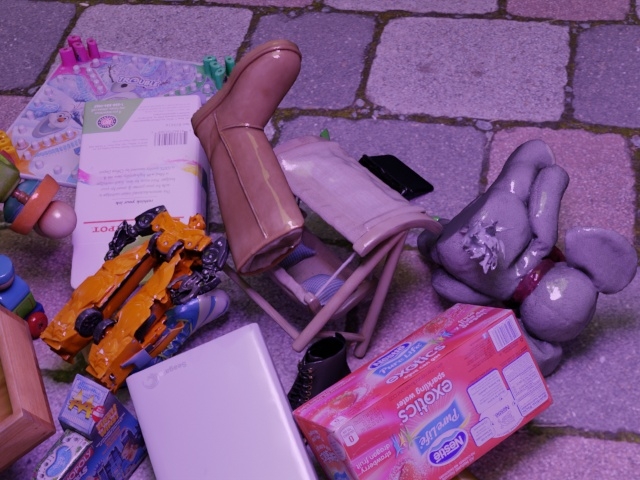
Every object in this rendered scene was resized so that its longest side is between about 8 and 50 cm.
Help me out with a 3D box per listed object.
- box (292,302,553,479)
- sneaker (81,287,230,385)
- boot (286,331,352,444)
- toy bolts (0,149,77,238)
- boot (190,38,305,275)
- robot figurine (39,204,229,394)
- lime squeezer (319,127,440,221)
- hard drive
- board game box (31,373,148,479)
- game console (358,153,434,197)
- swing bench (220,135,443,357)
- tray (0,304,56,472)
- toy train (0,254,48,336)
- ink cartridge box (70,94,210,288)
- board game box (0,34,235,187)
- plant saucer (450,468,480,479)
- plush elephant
[{"bbox_3d":[0.139,0.224,1.392,0.300,0.154,0.142,-32,13,-20],"label":"box"},{"bbox_3d":[-0.243,0.160,1.595,0.240,0.091,0.126,-20,59,0],"label":"sneaker"},{"bbox_3d":[-0.037,0.221,1.469,0.077,0.137,0.198,33,59,31],"label":"boot"},{"bbox_3d":[-0.488,-0.028,1.647,0.218,0.158,0.228,-52,16,5],"label":"toy bolts"},{"bbox_3d":[-0.074,-0.120,1.508,0.089,0.236,0.269,8,51,-43],"label":"boot"},{"bbox_3d":[-0.264,0.076,1.542,0.211,0.085,0.291,27,66,32],"label":"robot figurine"},{"bbox_3d":[0.066,-0.078,1.794,0.110,0.058,0.310,-30,50,-24],"label":"lime squeezer"},{"bbox_3d":[-0.125,0.286,1.405,0.203,0.040,0.307,-23,64,0],"label":"hard drive"},{"bbox_3d":[-0.316,0.282,1.403,0.060,0.194,0.194,21,52,24],"label":"board game box"},{"bbox_3d":[0.117,-0.096,1.838,0.107,0.071,0.122,-50,54,2],"label":"game console"},{"bbox_3d":[0.000,0.000,1.571,0.165,0.254,0.253,12,23,-50],"label":"swing bench"},{"bbox_3d":[-0.553,0.285,1.402,0.411,0.076,0.202,-36,49,8],"label":"tray"},{"bbox_3d":[-0.539,0.145,1.590,0.105,0.143,0.248,20,52,24],"label":"toy train"},{"bbox_3d":[-0.295,-0.062,1.744,0.207,0.119,0.353,-3,63,4],"label":"ink cartridge box"},{"bbox_3d":[-0.398,-0.251,2.014,0.390,0.050,0.390,10,49,16],"label":"board game box"},{"bbox_3d":[0.161,0.446,1.276,0.333,0.081,0.333,-35,53,-23],"label":"plant saucer"},{"bbox_3d":[0.312,0.041,1.547,0.272,0.255,0.330,-44,6,17],"label":"plush elephant"}]
